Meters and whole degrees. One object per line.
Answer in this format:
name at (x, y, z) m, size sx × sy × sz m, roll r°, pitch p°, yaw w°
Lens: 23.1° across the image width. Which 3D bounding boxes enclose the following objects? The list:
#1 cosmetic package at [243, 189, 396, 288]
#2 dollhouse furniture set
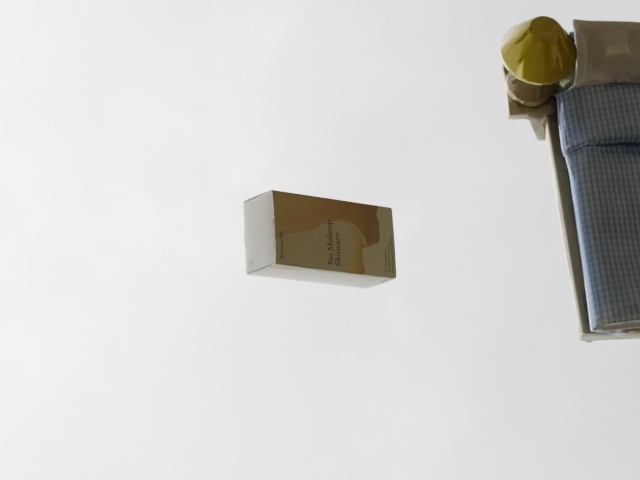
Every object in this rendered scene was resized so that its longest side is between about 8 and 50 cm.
cosmetic package at (0.000, 0.000, 1.180) m, size 0.115 × 0.041 × 0.060 m, roll 6°, pitch -107°, yaw -36°
dollhouse furniture set at (0.260, -0.024, 0.829) m, size 0.303 × 0.198 × 0.286 m, roll -1°, pitch -118°, yaw -4°
